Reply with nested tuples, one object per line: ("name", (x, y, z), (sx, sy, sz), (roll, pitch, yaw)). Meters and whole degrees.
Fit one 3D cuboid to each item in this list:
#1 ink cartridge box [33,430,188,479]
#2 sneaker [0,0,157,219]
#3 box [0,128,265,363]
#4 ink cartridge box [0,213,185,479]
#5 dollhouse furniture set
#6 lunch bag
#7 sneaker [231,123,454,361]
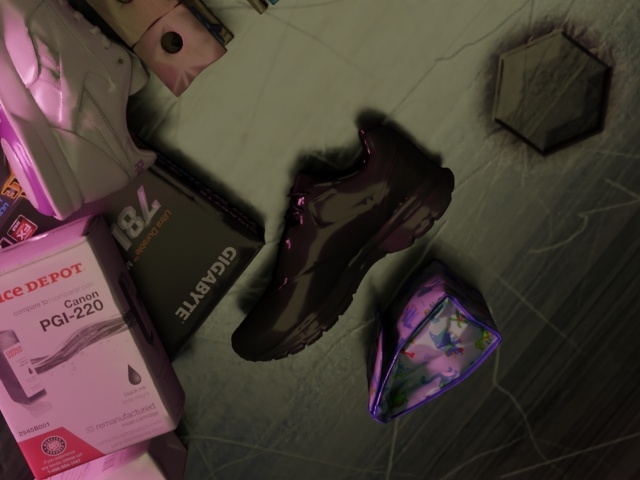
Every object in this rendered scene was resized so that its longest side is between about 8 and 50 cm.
("ink cartridge box", (-0.244, 0.273, 1.377), (0.198, 0.115, 0.067), (-30, 104, 7))
("sneaker", (-0.252, -0.180, 1.209), (0.152, 0.114, 0.305), (-24, 105, -18))
("box", (-0.258, 0.023, 1.334), (0.293, 0.073, 0.295), (38, 101, -9))
("ink cartridge box", (-0.248, 0.104, 1.273), (0.159, 0.092, 0.217), (-22, 103, 5))
("dollhouse furniture set", (-0.109, -0.254, 1.232), (0.184, 0.129, 0.129), (-41, 102, 10))
("lunch bag", (0.101, 0.109, 1.335), (0.096, 0.129, 0.151), (38, 103, -9))
("sneaker", (0.000, 0.000, 1.316), (0.130, 0.109, 0.286), (43, 91, -16))
